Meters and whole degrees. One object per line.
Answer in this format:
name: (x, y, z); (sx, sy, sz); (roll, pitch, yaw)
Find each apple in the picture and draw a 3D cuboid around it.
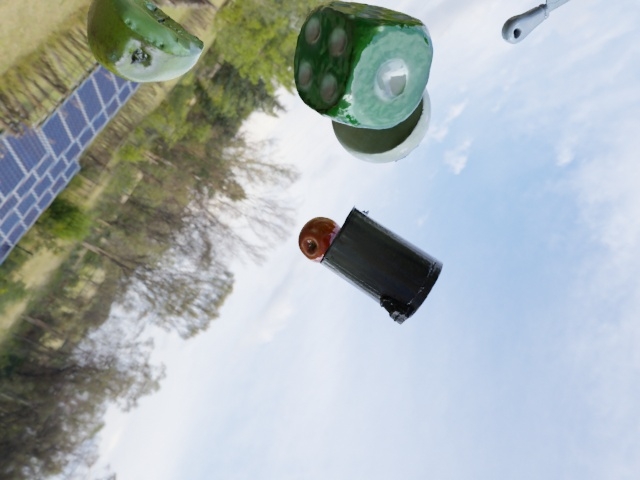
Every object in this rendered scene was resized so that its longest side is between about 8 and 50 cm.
apple: (0.000, 0.000, 1.903); (0.139, 0.163, 0.163); (-29, 175, -43)

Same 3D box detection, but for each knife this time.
knife: (0.626, -0.645, 1.454); (0.331, 0.080, 0.044); (-36, -144, -2)

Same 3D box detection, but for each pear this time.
pear: (-0.566, -0.598, 1.646); (0.238, 0.342, 0.318); (-43, -158, 27)

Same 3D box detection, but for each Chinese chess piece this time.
Chinese chess piece: (0.209, -0.441, 1.877); (0.349, 0.349, 0.146); (-53, 162, 10)

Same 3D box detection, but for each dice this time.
dice: (0.113, -0.497, 1.524); (0.300, 0.287, 0.297); (44, -48, 41)

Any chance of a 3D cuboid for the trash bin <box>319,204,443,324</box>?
trash bin: (0.166, 0.065, 1.535); (0.252, 0.301, 0.203); (-55, 178, -38)
